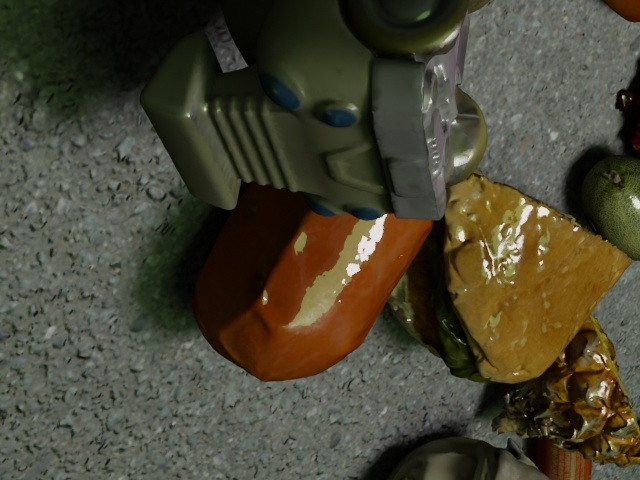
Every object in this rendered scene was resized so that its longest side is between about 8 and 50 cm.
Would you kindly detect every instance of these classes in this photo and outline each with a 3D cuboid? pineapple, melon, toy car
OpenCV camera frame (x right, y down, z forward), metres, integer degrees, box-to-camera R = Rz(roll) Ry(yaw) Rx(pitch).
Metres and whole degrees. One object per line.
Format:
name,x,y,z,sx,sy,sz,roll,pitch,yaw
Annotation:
pineapple,0.268,0.171,1.600,0.164,0.140,0.249,-15,95,3
melon,0.350,-0.034,1.600,0.099,0.099,0.162,-49,141,-6
toy car,0.016,-0.197,1.059,0.242,0.226,0.336,67,27,-65

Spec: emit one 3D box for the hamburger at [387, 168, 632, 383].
hamburger,0.180,0.049,1.451,0.330,0.162,0.209,17,102,-52

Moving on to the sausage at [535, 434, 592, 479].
sausage,0.304,0.272,1.776,0.083,0.083,0.264,-29,135,-26

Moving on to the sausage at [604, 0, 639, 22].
sausage,0.284,-0.298,1.379,0.300,0.083,0.089,30,82,-50

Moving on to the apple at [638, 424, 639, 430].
apple,0.465,0.280,1.922,0.071,0.084,0.084,-59,141,-21

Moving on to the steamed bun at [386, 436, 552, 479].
steamed bun,0.145,0.303,1.570,0.144,0.218,0.211,36,95,-27

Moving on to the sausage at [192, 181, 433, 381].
sausage,-0.001,-0.001,1.256,0.141,0.153,0.268,35,89,-43

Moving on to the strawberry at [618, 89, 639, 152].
strawberry,0.472,-0.141,1.591,0.234,0.178,0.234,-21,123,-37
